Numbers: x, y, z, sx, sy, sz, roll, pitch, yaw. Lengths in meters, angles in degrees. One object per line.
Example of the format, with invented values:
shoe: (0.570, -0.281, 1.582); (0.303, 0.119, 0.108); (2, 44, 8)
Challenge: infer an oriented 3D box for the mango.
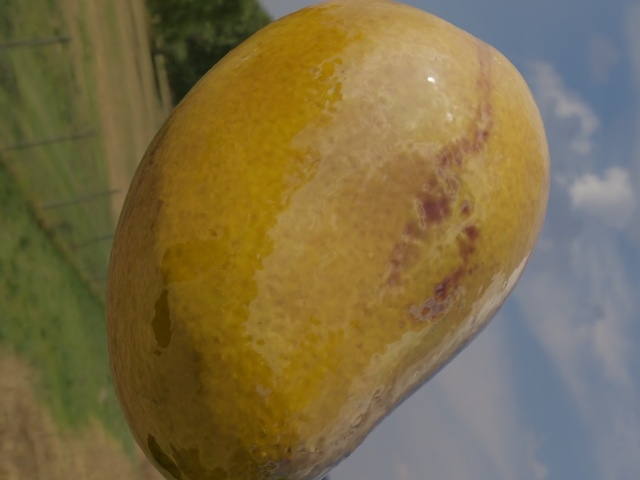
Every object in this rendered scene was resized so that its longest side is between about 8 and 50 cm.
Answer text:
mango: (0.000, 0.000, 0.857); (0.264, 0.378, 0.221); (47, -28, -26)
